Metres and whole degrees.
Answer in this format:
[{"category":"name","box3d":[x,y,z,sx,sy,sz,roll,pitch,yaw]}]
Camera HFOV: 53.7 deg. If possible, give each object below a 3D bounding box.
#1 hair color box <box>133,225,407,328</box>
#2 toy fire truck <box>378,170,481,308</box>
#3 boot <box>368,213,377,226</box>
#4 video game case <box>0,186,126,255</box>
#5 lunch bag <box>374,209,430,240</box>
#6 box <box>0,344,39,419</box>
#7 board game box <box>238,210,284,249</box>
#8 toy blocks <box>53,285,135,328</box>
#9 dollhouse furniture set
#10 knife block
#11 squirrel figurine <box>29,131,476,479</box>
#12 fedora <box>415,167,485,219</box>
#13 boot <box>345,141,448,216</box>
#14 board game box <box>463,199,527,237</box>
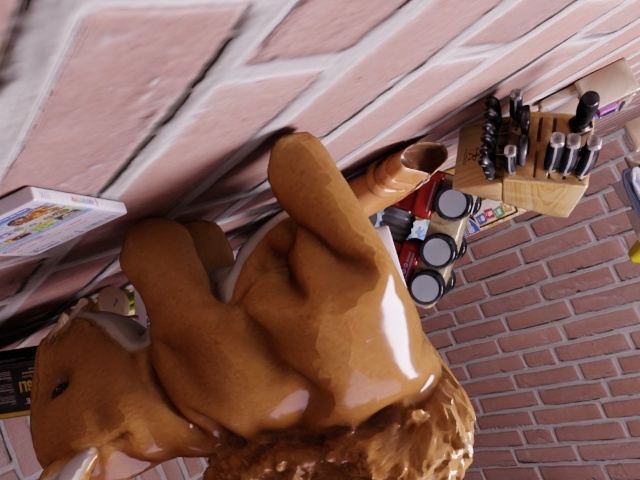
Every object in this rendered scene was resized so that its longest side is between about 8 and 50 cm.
[{"category":"hair color box","box3d":[-0.061,0.102,0.835,0.347,0.173,0.105,-9,146,-6]},{"category":"toy fire truck","box3d":[0.127,-0.028,1.077,0.246,0.217,0.158,20,-168,19]},{"category":"boot","box3d":[0.087,0.016,1.211,0.137,0.076,0.198,19,-129,35]},{"category":"video game case","box3d":[-0.200,-0.010,0.439,0.087,0.011,0.122,-23,176,7]},{"category":"lunch bag","box3d":[0.193,-0.033,1.447,0.151,0.128,0.096,-22,175,6]},{"category":"box","box3d":[-0.435,0.202,0.938,0.322,0.079,0.257,-10,180,12]},{"category":"board game box","box3d":[-0.032,-0.015,0.948,0.194,0.060,0.194,-23,175,4]},{"category":"toy blocks","box3d":[-0.329,0.111,0.959,0.148,0.054,0.123,-26,175,30]},{"category":"dollhouse furniture set","box3d":[0.432,-0.079,0.987,0.198,0.303,0.286,-26,175,22]},{"category":"knife block","box3d":[0.291,-0.099,0.765,0.276,0.088,0.242,12,174,-28]},{"category":"squirrel figurine","box3d":[-0.076,0.158,0.610,0.370,0.397,0.281,-32,-179,-3]},{"category":"fedora","box3d":[0.260,-0.101,1.308,0.194,0.079,0.194,-17,175,-1]},{"category":"boot","box3d":[0.056,-0.062,0.787,0.197,0.073,0.152,-35,-176,-35]},{"category":"board game box","box3d":[0.395,-0.104,1.528,0.193,0.146,0.045,-26,175,41]}]
